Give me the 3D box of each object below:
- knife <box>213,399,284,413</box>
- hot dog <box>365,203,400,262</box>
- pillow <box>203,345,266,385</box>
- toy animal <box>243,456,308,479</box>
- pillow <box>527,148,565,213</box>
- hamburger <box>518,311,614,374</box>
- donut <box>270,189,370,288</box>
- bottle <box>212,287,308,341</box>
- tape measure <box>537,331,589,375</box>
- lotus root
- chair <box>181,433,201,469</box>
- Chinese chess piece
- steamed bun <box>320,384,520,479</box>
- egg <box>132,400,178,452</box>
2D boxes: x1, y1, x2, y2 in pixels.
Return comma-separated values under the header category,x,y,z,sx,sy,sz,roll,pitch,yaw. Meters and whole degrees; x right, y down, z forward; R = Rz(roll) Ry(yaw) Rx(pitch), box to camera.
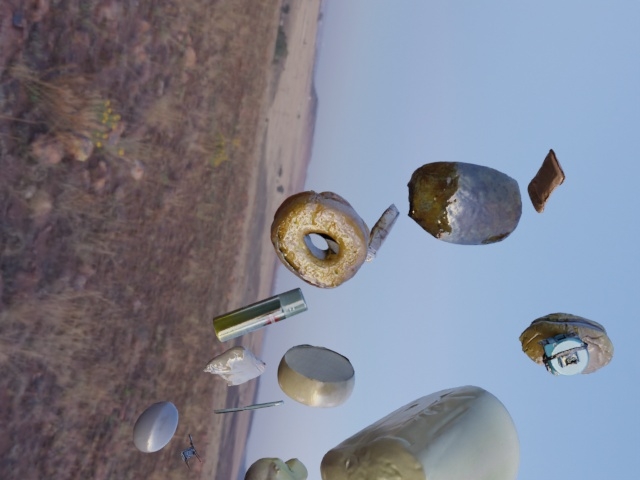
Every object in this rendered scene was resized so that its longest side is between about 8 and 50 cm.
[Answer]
category,x,y,z,sx,sy,sz,roll,pitch,yaw
knife,-0.195,0.450,1.586,0.028,0.210,0.015,9,71,-75
hot dog,0.214,-0.025,2.168,0.253,0.069,0.131,-57,173,-19
pillow,-0.295,0.444,2.068,0.270,0.173,0.067,60,9,-61
toy animal,-0.065,0.472,0.970,0.121,0.168,0.233,-33,143,-72
pillow,0.738,-0.191,1.940,0.211,0.034,0.135,100,-17,-56
hamburger,0.842,0.337,1.971,0.211,0.308,0.133,102,5,-53
donut,0.000,0.000,1.838,0.150,0.317,0.300,-99,-164,-71
bottle,-0.182,0.226,1.807,0.082,0.286,0.082,160,-90,-86
tape measure,0.772,0.361,1.860,0.081,0.146,0.125,-49,119,-78
lotus root,0.405,-0.104,1.622,0.142,0.313,0.210,133,-41,-64
chair,-0.345,0.553,1.545,0.086,0.042,0.037,45,-35,50
Chinese chess piece,-0.013,0.427,1.870,0.250,0.249,0.103,-92,-165,-75
steamed bun,0.234,0.557,1.395,0.290,0.371,0.456,64,-32,11
egg,-0.619,0.700,2.226,0.199,0.146,0.146,-52,169,-27
